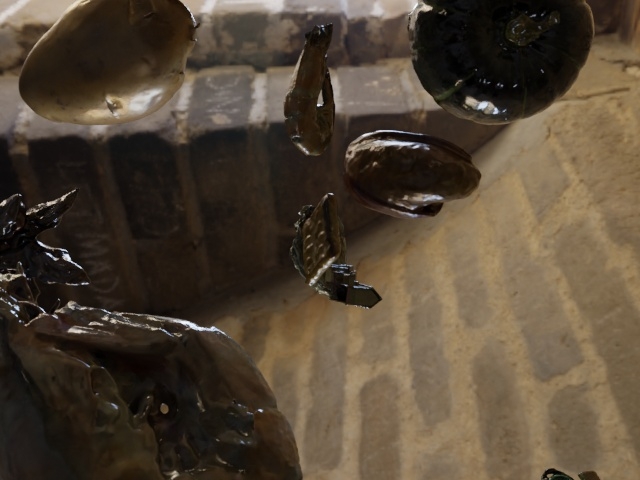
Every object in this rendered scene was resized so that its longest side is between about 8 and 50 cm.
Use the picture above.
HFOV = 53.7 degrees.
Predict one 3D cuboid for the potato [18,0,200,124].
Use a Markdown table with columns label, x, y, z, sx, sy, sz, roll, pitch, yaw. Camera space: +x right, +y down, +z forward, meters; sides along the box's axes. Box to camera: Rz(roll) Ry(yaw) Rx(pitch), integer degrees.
| label | x | y | z | sx | sy | sz | roll | pitch | yaw |
| --- | --- | --- | --- | --- | --- | --- | --- | --- | --- |
| potato | -0.260 | -0.222 | 0.800 | 0.161 | 0.235 | 0.128 | 49 | 9 | 0 |

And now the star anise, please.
| label | x | y | z | sx | sy | sz | roll | pitch | yaw |
| --- | --- | --- | --- | --- | --- | --- | --- | --- | --- |
| star anise | -0.408 | 0.005 | 0.737 | 0.129 | 0.283 | 0.212 | -21 | 129 | -72 |

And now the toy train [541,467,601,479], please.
| label | x | y | z | sx | sy | sz | roll | pitch | yaw |
| --- | --- | --- | --- | --- | --- | --- | --- | --- | --- |
| toy train | 0.176 | 0.253 | 0.523 | 0.099 | 0.188 | 0.072 | -115 | -149 | -44 |

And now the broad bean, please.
| label | x | y | z | sx | sy | sz | roll | pitch | yaw |
| --- | --- | --- | --- | --- | --- | --- | --- | --- | --- |
| broad bean | 0.125 | -0.093 | 0.918 | 0.229 | 0.156 | 0.121 | 20 | -82 | 47 |

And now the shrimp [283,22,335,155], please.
| label | x | y | z | sx | sy | sz | roll | pitch | yaw |
| --- | --- | --- | --- | --- | --- | --- | --- | --- | --- |
| shrimp | -0.003 | -0.194 | 0.805 | 0.099 | 0.041 | 0.180 | 20 | 73 | -49 |

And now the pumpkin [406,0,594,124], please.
| label | x | y | z | sx | sy | sz | roll | pitch | yaw |
| --- | --- | --- | --- | --- | --- | --- | --- | --- | --- |
| pumpkin | 0.318 | -0.369 | 1.139 | 0.241 | 0.324 | 0.323 | -85 | 174 | -72 |

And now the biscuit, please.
| label | x | y | z | sx | sy | sz | roll | pitch | yaw |
| --- | --- | --- | --- | --- | --- | --- | --- | --- | --- |
| biscuit | 0.000 | 0.000 | 0.717 | 0.081 | 0.018 | 0.083 | 128 | -35 | -50 |

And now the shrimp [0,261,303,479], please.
| label | x | y | z | sx | sy | sz | roll | pitch | yaw |
| --- | --- | --- | --- | --- | --- | --- | --- | --- | --- |
| shrimp | -0.137 | 0.090 | 0.407 | 0.317 | 0.164 | 0.062 | 43 | -40 | 14 |

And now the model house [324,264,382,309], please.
| label | x | y | z | sx | sy | sz | roll | pitch | yaw |
| --- | --- | --- | --- | --- | --- | --- | --- | --- | --- |
| model house | 0.046 | 0.066 | 0.921 | 0.083 | 0.058 | 0.057 | 6 | -90 | 65 |

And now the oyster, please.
| label | x | y | z | sx | sy | sz | roll | pitch | yaw |
| --- | --- | --- | --- | --- | --- | --- | --- | --- | --- |
| oyster | -0.003 | 0.024 | 1.210 | 0.064 | 0.125 | 0.177 | 164 | -68 | -67 |
